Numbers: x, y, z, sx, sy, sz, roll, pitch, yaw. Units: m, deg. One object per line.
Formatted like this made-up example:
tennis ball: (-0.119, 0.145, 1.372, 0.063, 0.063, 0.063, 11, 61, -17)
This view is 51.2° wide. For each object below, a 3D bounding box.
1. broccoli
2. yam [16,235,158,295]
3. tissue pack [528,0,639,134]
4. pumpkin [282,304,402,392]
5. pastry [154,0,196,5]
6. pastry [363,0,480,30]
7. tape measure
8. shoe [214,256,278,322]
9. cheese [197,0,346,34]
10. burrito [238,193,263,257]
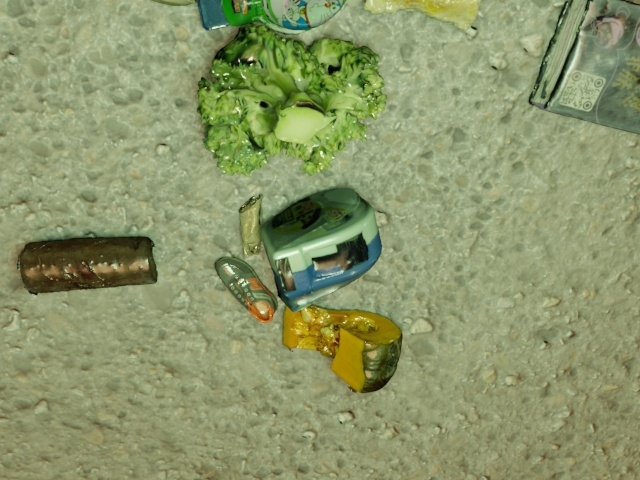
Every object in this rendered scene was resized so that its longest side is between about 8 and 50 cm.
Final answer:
broccoli: (-0.067, -0.268, 1.324, 0.338, 0.317, 0.277, 22, 118, 12)
yam: (-0.509, 0.050, 1.484, 0.279, 0.131, 0.131, -4, 112, -6)
tissue pack: (0.667, -0.363, 1.430, 0.361, 0.122, 0.259, 10, 112, -11)
pumpkin: (0.050, 0.251, 1.580, 0.280, 0.190, 0.139, 8, 112, -7)
pastry: (-0.281, -0.576, 1.250, 0.264, 0.133, 0.265, -3, 110, -8)
pastry: (0.208, -0.498, 1.346, 0.258, 0.089, 0.122, 5, 115, -6)
tape measure: (-0.002, 0.000, 1.434, 0.262, 0.259, 0.138, -25, 115, -4)
shoe: (-0.171, 0.117, 1.565, 0.074, 0.077, 0.194, -38, 111, 11)
cheese: (-0.078, -0.473, 1.299, 0.320, 0.083, 0.204, -15, 151, -8)
burrito: (-0.158, -0.033, 1.526, 0.055, 0.041, 0.149, -3, 109, -18)
